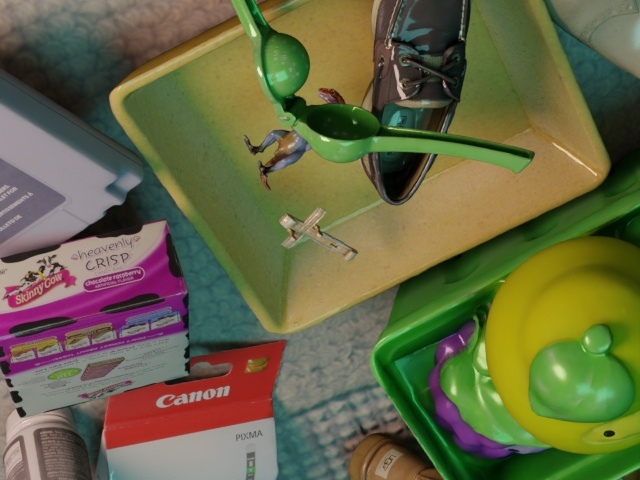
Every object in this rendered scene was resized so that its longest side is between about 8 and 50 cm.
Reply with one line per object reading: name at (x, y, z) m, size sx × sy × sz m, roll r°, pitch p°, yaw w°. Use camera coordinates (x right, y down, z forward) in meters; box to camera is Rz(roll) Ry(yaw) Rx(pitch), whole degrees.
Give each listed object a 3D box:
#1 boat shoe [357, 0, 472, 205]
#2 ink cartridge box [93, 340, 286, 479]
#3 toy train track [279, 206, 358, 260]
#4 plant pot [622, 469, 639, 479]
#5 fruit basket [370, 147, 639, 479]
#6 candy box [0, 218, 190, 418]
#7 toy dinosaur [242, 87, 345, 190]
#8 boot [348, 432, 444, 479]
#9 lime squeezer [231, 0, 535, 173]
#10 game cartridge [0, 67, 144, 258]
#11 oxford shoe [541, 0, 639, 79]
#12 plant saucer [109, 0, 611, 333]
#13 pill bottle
boat shoe at (0.076, -0.123, 1.330) m, size 0.080 × 0.073 × 0.223 m, roll -2°, pitch 133°, yaw -18°
ink cartridge box at (-0.122, 0.204, 1.677) m, size 0.181 × 0.056 × 0.224 m, roll -8°, pitch 136°, yaw -27°
toy train track at (0.000, 0.000, 1.462) m, size 0.083 × 0.014 × 0.048 m, roll 27°, pitch 119°, yaw -37°
plant pot at (0.440, 0.206, 1.775) m, size 0.254 × 0.276 × 0.276 m, roll -2°, pitch 134°, yaw -1°
fruit basket at (0.241, 0.094, 1.489) m, size 0.392 × 0.392 × 0.283 m, roll -29°, pitch 115°, yaw 9°
candy box at (-0.193, 0.069, 1.466) m, size 0.159 × 0.071 × 0.233 m, roll -14°, pitch 160°, yaw -9°
toy dinosaur at (-0.017, -0.086, 1.373) m, size 0.082 × 0.047 × 0.090 m, roll -27°, pitch 169°, yaw -6°
boot at (0.171, 0.306, 1.742) m, size 0.089 × 0.269 × 0.236 m, roll -57°, pitch 134°, yaw -13°
lime squeezer at (0.000, -0.121, 1.277) m, size 0.310 × 0.059 × 0.110 m, roll 40°, pitch 141°, yaw -5°
game cartridge at (-0.308, -0.032, 1.370) m, size 0.294 × 0.060 × 0.196 m, roll -30°, pitch 140°, yaw 29°
oxford shoe at (0.332, -0.165, 1.440) m, size 0.397 × 0.146 × 0.140 m, roll 15°, pitch 126°, yaw -30°
plant saucer at (0.037, -0.106, 1.442) m, size 0.333 × 0.081 × 0.333 m, roll -26°, pitch 135°, yaw 6°
pill bottle at (-0.248, 0.216, 1.604) m, size 0.078 × 0.137 × 0.078 m, roll -9°, pitch 134°, yaw -10°
